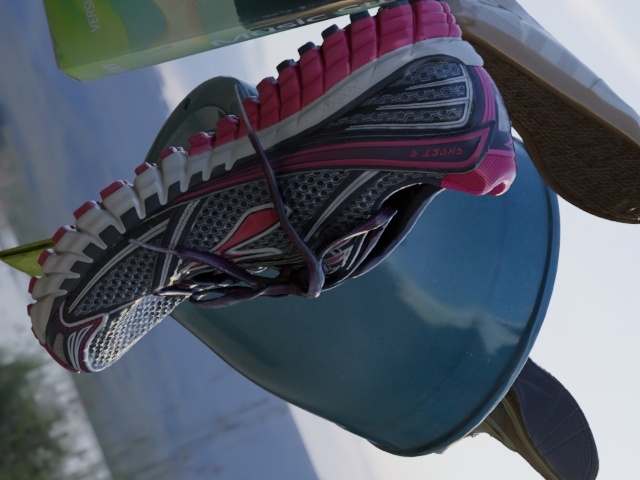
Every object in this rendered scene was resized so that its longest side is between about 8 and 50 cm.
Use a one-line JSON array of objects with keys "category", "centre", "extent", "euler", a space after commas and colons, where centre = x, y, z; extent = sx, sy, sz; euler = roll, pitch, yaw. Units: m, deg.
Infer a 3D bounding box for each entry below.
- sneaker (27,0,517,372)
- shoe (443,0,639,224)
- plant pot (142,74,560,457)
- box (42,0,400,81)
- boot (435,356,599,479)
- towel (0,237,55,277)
[{"category": "sneaker", "centre": [-0.035, -0.009, 0.978], "extent": [0.112, 0.299, 0.121], "euler": [60, 24, 9]}, {"category": "shoe", "centre": [0.143, -0.084, 1.080], "extent": [0.219, 0.076, 0.058], "euler": [37, 50, -31]}, {"category": "plant pot", "centre": [0.000, 0.000, 1.398], "extent": [0.255, 0.272, 0.272], "euler": [22, 19, -29]}, {"category": "box", "centre": [0.018, -0.217, 0.777], "extent": [0.058, 0.322, 0.232], "euler": [12, 64, -82]}, {"category": "boot", "centre": [0.164, 0.179, 1.791], "extent": [0.213, 0.077, 0.165], "euler": [51, -39, 7]}, {"category": "towel", "centre": [-0.242, 0.027, 1.831], "extent": [0.237, 0.102, 0.021], "euler": [53, 22, -78]}]
